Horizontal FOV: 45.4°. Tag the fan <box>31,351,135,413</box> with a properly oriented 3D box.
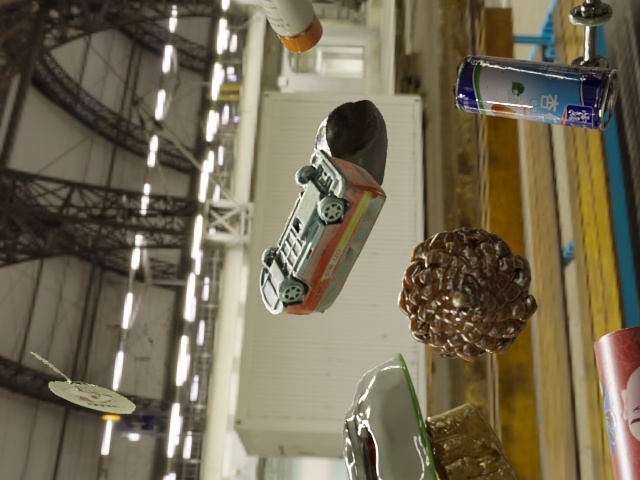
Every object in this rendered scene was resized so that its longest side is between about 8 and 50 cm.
[{"bbox_3d":[-0.503,0.300,1.572,0.329,0.191,0.009,67,-149,-55],"label":"fan"}]

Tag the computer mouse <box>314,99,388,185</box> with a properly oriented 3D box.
[{"bbox_3d":[0.085,-0.184,1.743,0.087,0.168,0.295,33,148,41],"label":"computer mouse"}]

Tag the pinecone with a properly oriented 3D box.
[{"bbox_3d":[0.169,0.061,0.907,0.173,0.174,0.173,2,-90,-89],"label":"pinecone"}]

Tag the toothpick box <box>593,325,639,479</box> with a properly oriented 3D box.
[{"bbox_3d":[0.618,0.338,1.372,0.204,0.204,0.333,91,179,-64],"label":"toothpick box"}]

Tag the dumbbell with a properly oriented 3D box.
[{"bbox_3d":[0.527,-0.390,1.497,0.081,0.082,0.254,-87,-13,-50],"label":"dumbbell"}]

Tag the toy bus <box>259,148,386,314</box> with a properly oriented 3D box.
[{"bbox_3d":[0.000,0.000,1.205,0.265,0.120,0.121,-65,34,23],"label":"toy bus"}]

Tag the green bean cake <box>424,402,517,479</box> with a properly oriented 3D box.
[{"bbox_3d":[0.266,0.421,1.325,0.229,0.131,0.224,77,170,-56],"label":"green bean cake"}]

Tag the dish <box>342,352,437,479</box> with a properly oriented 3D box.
[{"bbox_3d":[0.100,0.346,1.190,0.324,0.124,0.324,168,90,-90],"label":"dish"}]

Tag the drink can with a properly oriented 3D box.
[{"bbox_3d":[0.335,-0.235,1.203,0.097,0.235,0.097,-36,-47,-50],"label":"drink can"}]

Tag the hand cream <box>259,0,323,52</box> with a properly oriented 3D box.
[{"bbox_3d":[-0.094,-0.482,1.410,0.139,0.089,0.314,63,-172,32],"label":"hand cream"}]
